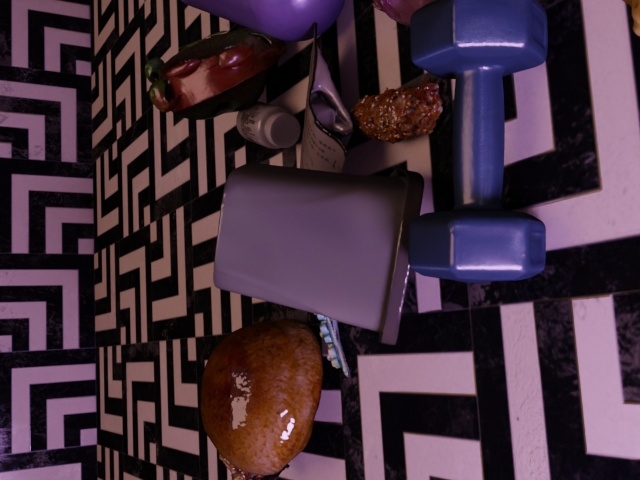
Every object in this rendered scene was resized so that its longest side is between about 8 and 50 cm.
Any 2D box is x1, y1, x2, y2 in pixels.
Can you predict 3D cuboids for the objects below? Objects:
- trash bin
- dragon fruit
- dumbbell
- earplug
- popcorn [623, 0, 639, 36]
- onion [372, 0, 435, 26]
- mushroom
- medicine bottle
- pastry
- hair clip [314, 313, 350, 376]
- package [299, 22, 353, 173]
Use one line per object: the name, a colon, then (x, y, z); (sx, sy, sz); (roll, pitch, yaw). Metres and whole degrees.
trash bin: (0.000, 0.000, 1.030); (0.219, 0.250, 0.220); (-52, -29, -76)
dragon fruit: (-0.199, -0.319, 1.450); (0.295, 0.268, 0.130); (-4, 124, 33)
dumbbell: (0.180, -0.114, 0.868); (0.160, 0.144, 0.325); (-2, 87, 62)
earplug: (-0.114, -0.471, 1.344); (0.456, 0.215, 0.215); (42, 125, 49)
popcorn: (0.326, -0.237, 0.575); (0.253, 0.190, 0.191); (-36, 65, 50)
onion: (0.074, -0.396, 0.933); (0.227, 0.120, 0.283); (-101, -14, -51)
mushroom: (-0.106, 0.278, 1.302); (0.263, 0.195, 0.283); (12, 99, 54)
medicine bottle: (-0.095, -0.213, 1.414); (0.140, 0.079, 0.079); (28, 113, 57)
pastry: (0.101, -0.182, 1.086); (0.169, 0.063, 0.087); (-2, 85, 61)
hair clip: (0.017, 0.142, 1.251); (0.049, 0.049, 0.173); (-40, 57, 53)
package: (-0.006, -0.185, 1.217); (0.204, 0.062, 0.251); (105, 157, -61)
